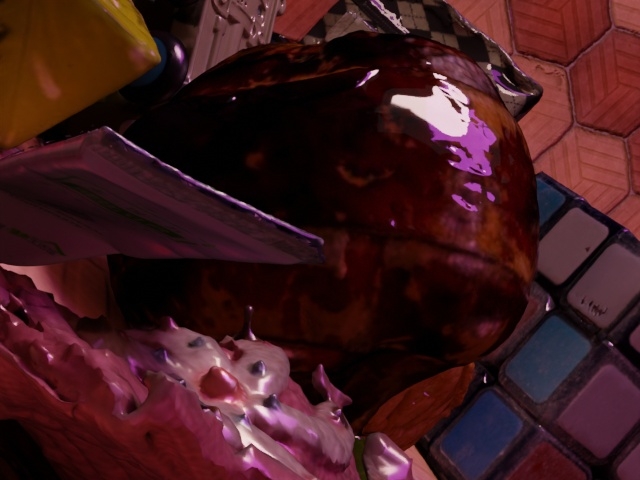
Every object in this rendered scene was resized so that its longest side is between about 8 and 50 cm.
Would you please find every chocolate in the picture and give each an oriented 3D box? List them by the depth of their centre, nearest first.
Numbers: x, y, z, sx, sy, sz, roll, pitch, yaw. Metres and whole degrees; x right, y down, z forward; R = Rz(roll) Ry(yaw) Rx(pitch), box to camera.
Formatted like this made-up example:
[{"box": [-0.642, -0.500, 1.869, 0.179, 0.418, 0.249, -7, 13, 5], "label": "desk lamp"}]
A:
[{"box": [-0.280, -0.229, 0.844, 0.289, 0.137, 0.301, 44, 7, -37], "label": "chocolate"}]

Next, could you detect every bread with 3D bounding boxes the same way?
[{"box": [0.047, 0.092, 1.091, 0.160, 0.147, 0.260, 53, 7, 37], "label": "bread"}]

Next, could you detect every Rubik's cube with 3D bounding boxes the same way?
[{"box": [0.317, 0.187, 1.473, 0.362, 0.363, 0.359, 39, 6, -30], "label": "Rubik's cube"}]

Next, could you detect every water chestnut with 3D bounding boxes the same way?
[{"box": [0.000, 0.000, 0.773, 0.289, 0.289, 0.244, -125, -160, -63], "label": "water chestnut"}]

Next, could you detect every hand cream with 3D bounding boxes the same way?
[{"box": [-0.094, -0.012, 0.487, 0.079, 0.050, 0.275, -2, 2, -28], "label": "hand cream"}]

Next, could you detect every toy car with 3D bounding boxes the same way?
[{"box": [-0.150, -0.151, 1.022, 0.198, 0.248, 0.204, 6, -15, 24], "label": "toy car"}]

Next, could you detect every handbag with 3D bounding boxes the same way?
[{"box": [0.046, -0.163, 1.636, 0.317, 0.416, 0.180, 47, -6, 2], "label": "handbag"}]

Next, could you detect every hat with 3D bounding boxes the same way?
[{"box": [-0.046, 0.077, 0.462, 0.236, 0.107, 0.286, 26, -17, 49], "label": "hat"}]

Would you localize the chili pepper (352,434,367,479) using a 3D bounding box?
[{"box": [0.057, 0.215, 0.524, 0.359, 0.076, 0.085, -122, -153, -59], "label": "chili pepper"}]
